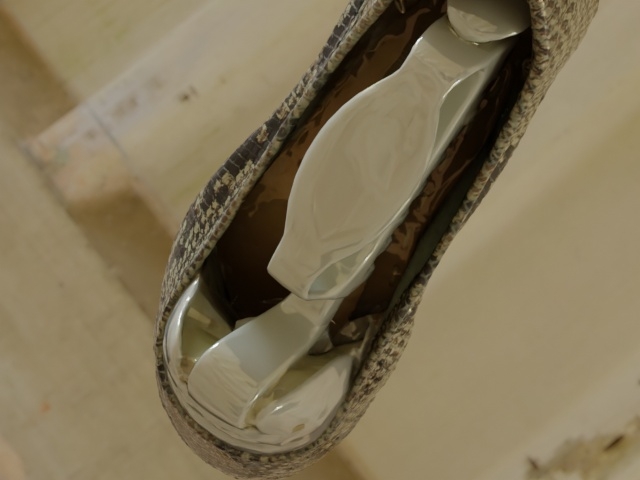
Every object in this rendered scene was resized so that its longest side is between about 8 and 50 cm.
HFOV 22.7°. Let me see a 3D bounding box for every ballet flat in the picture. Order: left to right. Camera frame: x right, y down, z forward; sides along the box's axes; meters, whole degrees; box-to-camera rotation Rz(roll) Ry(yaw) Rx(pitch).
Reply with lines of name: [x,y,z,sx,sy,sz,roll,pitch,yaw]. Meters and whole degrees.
ballet flat: [0.000,0.000,0.938,0.164,0.483,0.182,31,31,1]
